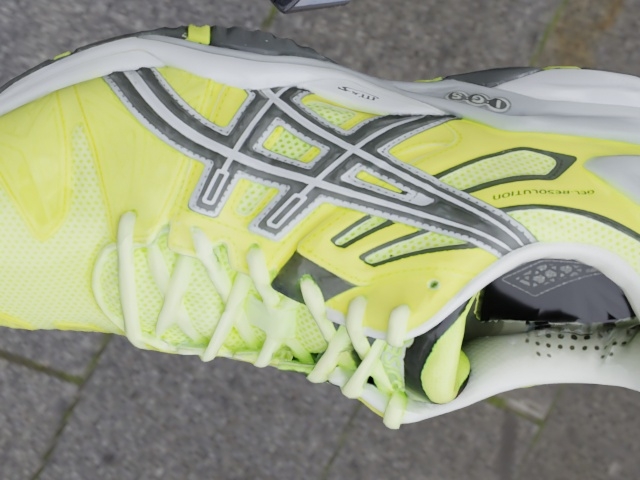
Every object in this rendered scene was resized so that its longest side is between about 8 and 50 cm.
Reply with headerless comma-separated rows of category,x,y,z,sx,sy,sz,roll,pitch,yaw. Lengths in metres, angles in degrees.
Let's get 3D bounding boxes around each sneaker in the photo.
sneaker,0.000,0.000,0.664,0.384,0.147,0.145,-3,130,1

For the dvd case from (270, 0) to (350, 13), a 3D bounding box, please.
dvd case,0.083,-0.226,0.887,0.253,0.022,0.180,-41,180,17
